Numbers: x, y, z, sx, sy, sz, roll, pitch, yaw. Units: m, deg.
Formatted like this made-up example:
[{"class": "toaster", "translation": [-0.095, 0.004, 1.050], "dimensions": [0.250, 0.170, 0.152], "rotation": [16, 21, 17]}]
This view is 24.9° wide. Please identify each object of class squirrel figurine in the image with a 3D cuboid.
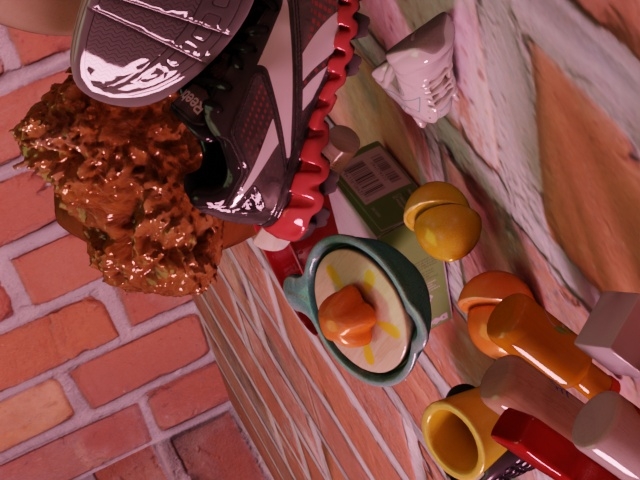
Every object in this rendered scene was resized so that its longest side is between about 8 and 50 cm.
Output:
[{"class": "squirrel figurine", "translation": [-0.179, -0.155, 1.588], "dimensions": [0.397, 0.281, 0.370], "rotation": [-85, -1, -60]}]

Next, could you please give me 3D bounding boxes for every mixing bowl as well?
[{"class": "mixing bowl", "translation": [0.000, 0.000, 1.537], "dimensions": [0.181, 0.098, 0.181], "rotation": [61, 168, 22]}]

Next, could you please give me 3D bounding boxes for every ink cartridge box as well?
[{"class": "ink cartridge box", "translation": [0.068, 0.021, 1.351], "dimensions": [0.109, 0.062, 0.209], "rotation": [54, 165, 42]}]

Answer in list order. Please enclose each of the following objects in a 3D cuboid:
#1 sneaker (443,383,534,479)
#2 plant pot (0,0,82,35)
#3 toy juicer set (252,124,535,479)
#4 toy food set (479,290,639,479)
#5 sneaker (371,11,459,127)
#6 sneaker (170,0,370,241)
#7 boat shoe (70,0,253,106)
[{"class": "sneaker", "translation": [0.137, 0.179, 1.318], "dimensions": [0.097, 0.084, 0.234], "rotation": [64, 170, 9]}, {"class": "plant pot", "translation": [-0.318, -0.377, 1.893], "dimensions": [0.191, 0.284, 0.284], "rotation": [32, -177, -23]}, {"class": "toy juicer set", "translation": [0.044, 0.027, 1.180], "dimensions": [0.329, 0.089, 0.209], "rotation": [42, 138, 30]}, {"class": "toy food set", "translation": [0.184, 0.105, 0.901], "dimensions": [0.104, 0.111, 0.232], "rotation": [36, 167, -19]}, {"class": "sneaker", "translation": [0.078, -0.119, 1.033], "dimensions": [0.061, 0.054, 0.152], "rotation": [55, 175, 1]}, {"class": "sneaker", "translation": [-0.044, -0.133, 1.140], "dimensions": [0.097, 0.135, 0.276], "rotation": [-136, 54, -60]}, {"class": "boat shoe", "translation": [-0.098, -0.247, 1.079], "dimensions": [0.320, 0.118, 0.103], "rotation": [-64, 27, 24]}]
